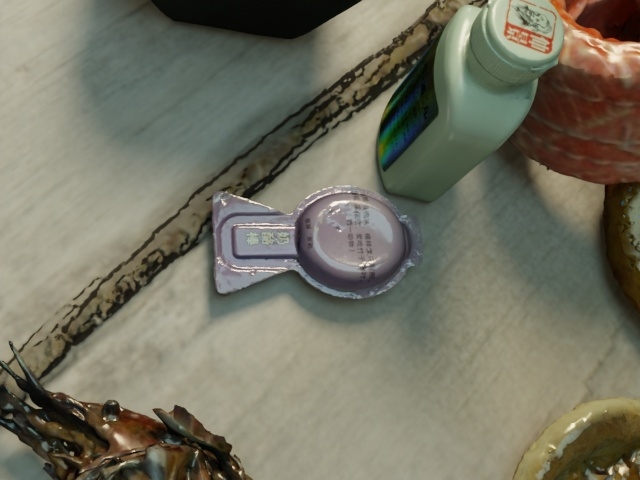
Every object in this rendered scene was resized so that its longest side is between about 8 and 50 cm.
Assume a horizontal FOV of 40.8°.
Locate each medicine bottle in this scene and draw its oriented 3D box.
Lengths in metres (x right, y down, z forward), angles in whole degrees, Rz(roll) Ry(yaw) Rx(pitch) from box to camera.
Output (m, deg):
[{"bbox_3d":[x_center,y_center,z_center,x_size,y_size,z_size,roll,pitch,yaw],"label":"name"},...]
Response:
[{"bbox_3d":[0.120,-0.124,0.725,0.083,0.229,0.121,13,70,-11],"label":"medicine bottle"}]

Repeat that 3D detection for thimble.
[{"bbox_3d":[0.282,-0.179,0.788,0.239,0.162,0.239,-3,55,5],"label":"thimble"}]

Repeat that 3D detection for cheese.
[{"bbox_3d":[0.000,0.000,0.754,0.191,0.042,0.105,2,72,-15],"label":"cheese"}]

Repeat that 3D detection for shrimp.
[{"bbox_3d":[-0.136,0.191,0.618,0.343,0.116,0.145,37,44,1],"label":"shrimp"}]

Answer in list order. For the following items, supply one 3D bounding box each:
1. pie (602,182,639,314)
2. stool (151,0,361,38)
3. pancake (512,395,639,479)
[{"bbox_3d":[0.396,-0.007,0.855,0.273,0.069,0.273,4,74,-15],"label":"pie"},{"bbox_3d":[-0.060,-0.283,0.730,0.232,0.232,0.141,8,74,-14],"label":"stool"},{"bbox_3d":[0.279,0.271,0.750,0.282,0.049,0.282,3,76,-13],"label":"pancake"}]
